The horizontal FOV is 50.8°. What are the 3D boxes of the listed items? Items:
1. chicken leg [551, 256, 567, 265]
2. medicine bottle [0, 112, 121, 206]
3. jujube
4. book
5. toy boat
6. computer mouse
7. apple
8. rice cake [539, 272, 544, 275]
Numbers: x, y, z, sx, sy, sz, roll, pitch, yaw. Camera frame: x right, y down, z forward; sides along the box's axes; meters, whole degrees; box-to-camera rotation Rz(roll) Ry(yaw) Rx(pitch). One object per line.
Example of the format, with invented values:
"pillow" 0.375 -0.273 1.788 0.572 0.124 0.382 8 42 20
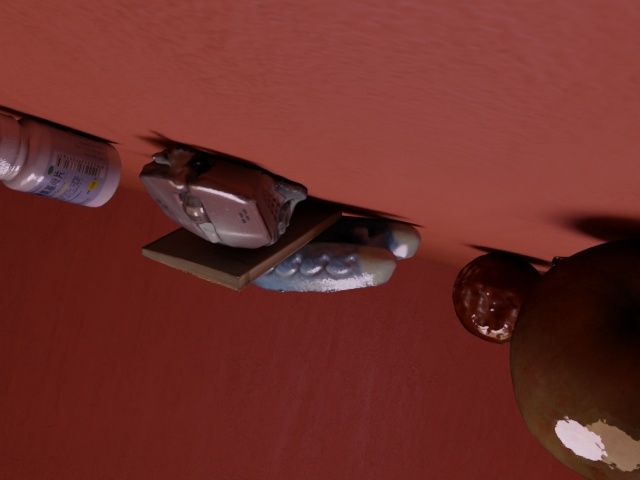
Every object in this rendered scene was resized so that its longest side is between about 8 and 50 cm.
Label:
"chicken leg" 0.441 0.063 1.147 0.093 0.053 0.205 39 -176 28
"medicine bottle" -0.388 -0.114 0.960 0.103 0.102 0.187 13 178 38
"jujube" 0.372 0.112 1.364 0.190 0.190 0.255 13 -173 29
"book" -0.122 -0.015 1.119 0.215 0.025 0.283 15 -148 33
"toy boat" 0.000 0.000 1.191 0.330 0.123 0.215 -1 -159 31
"computer mouse" -0.137 -0.050 0.939 0.200 0.114 0.389 10 179 13
"apple" 0.313 0.112 0.654 0.257 0.256 0.234 13 148 31
"rice cake" 0.557 0.096 1.674 0.043 0.034 0.211 5 -178 -22
